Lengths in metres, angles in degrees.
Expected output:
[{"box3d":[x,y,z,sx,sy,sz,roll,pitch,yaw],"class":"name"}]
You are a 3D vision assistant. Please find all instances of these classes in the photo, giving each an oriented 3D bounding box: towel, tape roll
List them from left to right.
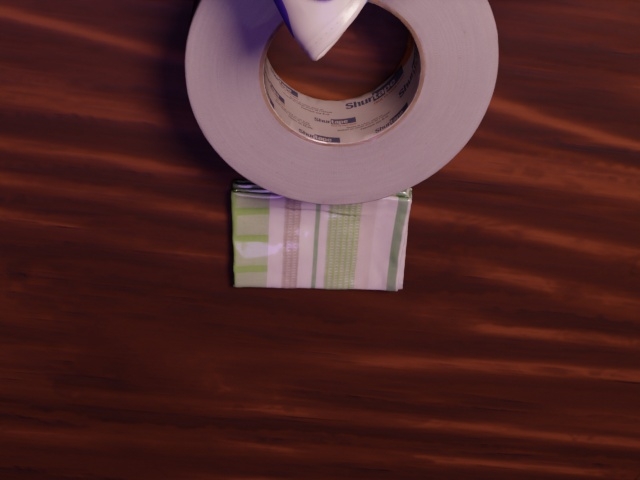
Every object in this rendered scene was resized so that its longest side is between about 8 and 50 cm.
[{"box3d":[0.000,0.000,0.814,0.152,0.023,0.113,0,125,-3],"class":"towel"},{"box3d":[0.013,-0.135,0.689,0.219,0.072,0.219,-2,125,-3],"class":"tape roll"}]

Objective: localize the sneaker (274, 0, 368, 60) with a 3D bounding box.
[{"box3d":[-0.064,-0.213,0.534,0.323,0.130,0.236,-11,88,-2],"class":"sneaker"}]
